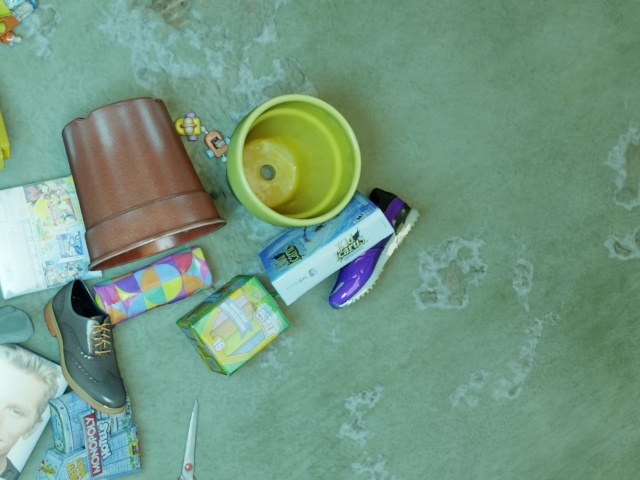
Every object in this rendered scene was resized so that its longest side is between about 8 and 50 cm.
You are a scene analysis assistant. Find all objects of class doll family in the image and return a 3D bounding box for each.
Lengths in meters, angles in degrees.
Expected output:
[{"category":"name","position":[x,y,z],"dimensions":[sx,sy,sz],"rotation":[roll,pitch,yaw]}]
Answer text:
[{"category":"doll family","position":[-0.654,-0.463,1.606],"dimensions":[0.263,0.118,0.163],"rotation":[43,73,-15]}]

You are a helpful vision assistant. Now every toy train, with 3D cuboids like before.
[{"category":"toy train","position":[-0.265,-0.191,1.789],"dimensions":[0.166,0.046,0.125],"rotation":[-34,99,-20]}]

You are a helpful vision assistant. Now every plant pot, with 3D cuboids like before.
[{"category":"plant pot","position":[-0.079,-0.148,1.758],"dimensions":[0.254,0.239,0.254],"rotation":[1,87,-21]},{"category":"plant pot","position":[-0.348,-0.110,1.649],"dimensions":[0.272,0.272,0.265],"rotation":[-19,87,-22]}]

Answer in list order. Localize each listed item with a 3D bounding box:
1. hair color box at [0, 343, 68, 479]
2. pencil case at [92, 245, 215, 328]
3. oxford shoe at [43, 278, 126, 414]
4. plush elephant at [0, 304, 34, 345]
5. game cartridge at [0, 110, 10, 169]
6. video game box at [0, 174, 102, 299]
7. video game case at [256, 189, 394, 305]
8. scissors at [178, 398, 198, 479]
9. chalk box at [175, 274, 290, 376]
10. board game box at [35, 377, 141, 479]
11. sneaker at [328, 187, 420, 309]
[{"category":"hair color box","position":[-0.612,0.355,1.589],"dimensions":[0.174,0.105,0.347],"rotation":[30,76,-19]},{"category":"pencil case","position":[-0.325,0.091,1.722],"dimensions":[0.236,0.104,0.104],"rotation":[-20,95,-21]},{"category":"oxford shoe","position":[-0.423,0.193,1.608],"dimensions":[0.097,0.098,0.271],"rotation":[-4,53,-53]},{"category":"plush elephant","position":[-0.695,0.159,1.451],"dimensions":[0.272,0.255,0.330],"rotation":[54,45,-22]},{"category":"game cartridge","position":[-0.726,-0.215,1.521],"dimensions":[0.324,0.052,0.285],"rotation":[-13,56,-22]},{"category":"video game box","position":[-0.533,-0.008,1.671],"dimensions":[0.187,0.048,0.205],"rotation":[-13,92,-20]},{"category":"video game case","position":[0.000,0.000,1.732],"dimensions":[0.244,0.269,0.061],"rotation":[-36,106,-1]},{"category":"scissors","position":[-0.277,0.475,1.763],"dimensions":[0.109,0.021,0.297],"rotation":[-7,91,-20]},{"category":"chalk box","position":[-0.159,0.153,1.769],"dimensions":[0.213,0.132,0.132],"rotation":[-39,102,-20]},{"category":"board game box","position":[-0.434,0.373,1.619],"dimensions":[0.194,0.060,0.194],"rotation":[-20,115,-44]},{"category":"sneaker","position":[0.079,0.008,1.898],"dimensions":[0.146,0.102,0.293],"rotation":[39,71,-9]}]
